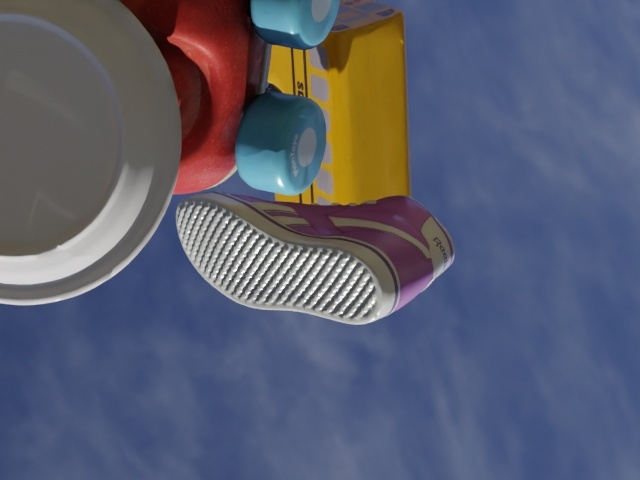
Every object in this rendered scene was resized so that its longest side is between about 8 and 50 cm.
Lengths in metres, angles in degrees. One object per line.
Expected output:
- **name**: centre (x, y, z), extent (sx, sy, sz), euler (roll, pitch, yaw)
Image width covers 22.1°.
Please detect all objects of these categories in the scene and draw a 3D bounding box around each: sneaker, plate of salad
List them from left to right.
- **plate of salad**: centre (-0.175, -0.062, 0.961), extent (0.200, 0.199, 0.048), euler (59, -169, 0)
- **sneaker**: centre (0.000, 0.001, 1.589), extent (0.161, 0.282, 0.102), euler (-30, -52, -43)

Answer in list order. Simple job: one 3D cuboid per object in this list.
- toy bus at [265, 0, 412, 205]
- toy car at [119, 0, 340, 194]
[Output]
- **toy bus**: centre (0.022, -0.081, 1.700), extent (0.108, 0.130, 0.333), euler (-22, -58, -34)
- **toy car**: centre (-0.138, -0.123, 1.133), extent (0.238, 0.219, 0.210), euler (-23, -57, -60)
